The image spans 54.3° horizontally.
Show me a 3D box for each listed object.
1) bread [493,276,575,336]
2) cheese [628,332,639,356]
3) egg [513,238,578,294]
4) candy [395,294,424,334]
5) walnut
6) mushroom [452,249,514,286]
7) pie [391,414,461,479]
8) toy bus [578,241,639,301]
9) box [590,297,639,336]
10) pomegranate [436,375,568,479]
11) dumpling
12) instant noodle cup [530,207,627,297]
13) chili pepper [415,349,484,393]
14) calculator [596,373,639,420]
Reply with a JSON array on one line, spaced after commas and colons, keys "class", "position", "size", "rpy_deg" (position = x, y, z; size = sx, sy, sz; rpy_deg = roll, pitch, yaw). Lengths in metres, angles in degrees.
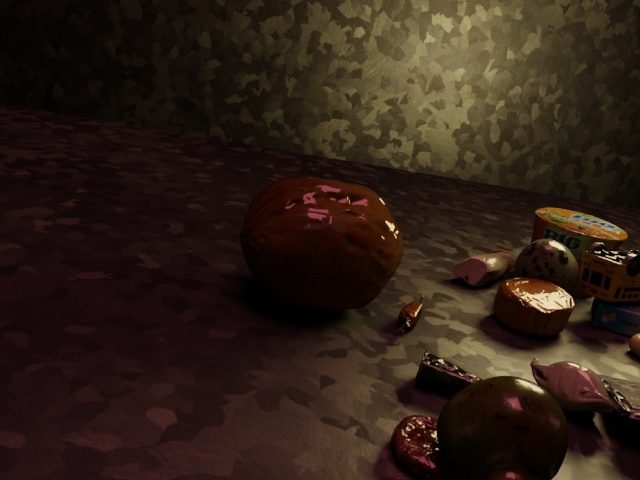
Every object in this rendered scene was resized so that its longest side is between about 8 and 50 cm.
[{"class": "bread", "position": [0.556, 0.177, 1.641], "size": [0.199, 0.104, 0.199], "rpy_deg": [9, 24, -4]}, {"class": "cheese", "position": [0.904, 0.307, 1.544], "size": [0.127, 0.050, 0.255], "rpy_deg": [-2, 24, -37]}, {"class": "egg", "position": [0.643, 0.084, 1.783], "size": [0.177, 0.228, 0.177], "rpy_deg": [-9, 50, 11]}, {"class": "candy", "position": [0.216, 0.181, 1.510], "size": [0.047, 0.053, 0.182], "rpy_deg": [16, 22, 17]}, {"class": "walnut", "position": [0.000, 0.000, 1.509], "size": [0.398, 0.307, 0.354], "rpy_deg": [4, 19, -26]}, {"class": "mushroom", "position": [0.507, 0.083, 1.897], "size": [0.247, 0.108, 0.096], "rpy_deg": [-12, 70, -45]}, {"class": "pie", "position": [0.187, 0.347, 1.041], "size": [0.154, 0.038, 0.153], "rpy_deg": [11, 16, -3]}, {"class": "toy bus", "position": [0.896, 0.095, 1.772], "size": [0.332, 0.151, 0.145], "rpy_deg": [2, 12, -26]}, {"class": "box", "position": [0.871, 0.214, 1.753], "size": [0.194, 0.073, 0.139], "rpy_deg": [17, 18, 16]}, {"class": "pomegranate", "position": [0.284, 0.305, 0.957], "size": [0.190, 0.159, 0.241], "rpy_deg": [44, 37, 10]}, {"class": "dumpling", "position": [0.523, 0.308, 1.283], "size": [0.169, 0.099, 0.134], "rpy_deg": [-1, -29, 38]}, {"class": "instant noodle cup", "position": [0.799, 0.040, 1.997], "size": [0.297, 0.213, 0.296], "rpy_deg": [10, 19, -3]}, {"class": "chili pepper", "position": [0.304, 0.290, 1.240], "size": [0.227, 0.059, 0.088], "rpy_deg": [20, 16, 17]}, {"class": "calculator", "position": [0.667, 0.328, 1.283], "size": [0.166, 0.028, 0.274], "rpy_deg": [9, 5, 9]}]
